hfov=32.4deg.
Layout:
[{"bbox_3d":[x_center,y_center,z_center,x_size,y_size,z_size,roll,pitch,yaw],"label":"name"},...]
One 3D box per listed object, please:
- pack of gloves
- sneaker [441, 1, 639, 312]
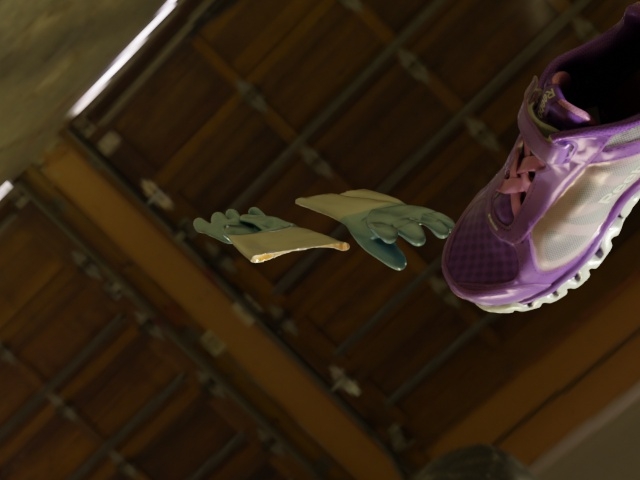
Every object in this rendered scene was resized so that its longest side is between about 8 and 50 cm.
[{"bbox_3d":[0.000,0.000,0.987,0.195,0.046,0.232,-10,-168,-19],"label":"pack of gloves"},{"bbox_3d":[0.142,-0.050,0.622,0.105,0.095,0.236,13,134,-41],"label":"sneaker"}]
